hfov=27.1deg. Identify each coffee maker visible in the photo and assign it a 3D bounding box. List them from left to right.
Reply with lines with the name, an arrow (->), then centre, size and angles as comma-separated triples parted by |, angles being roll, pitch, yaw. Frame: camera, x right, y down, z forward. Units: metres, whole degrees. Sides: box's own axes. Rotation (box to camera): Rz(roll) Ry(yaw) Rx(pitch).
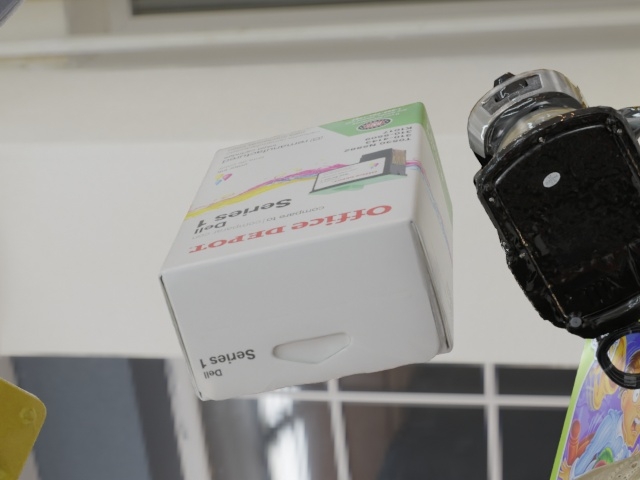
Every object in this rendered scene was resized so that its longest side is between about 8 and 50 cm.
coffee maker -> 0.157, -0.014, 0.843 | 0.178, 0.120, 0.171 | -79, -17, -74

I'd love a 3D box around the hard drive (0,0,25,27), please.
hard drive -> -0.334, -0.236, 1.135 | 0.172, 0.254, 0.054 | 51, -162, 3

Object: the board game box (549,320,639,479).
board game box -> 0.239, 0.183, 0.790 | 0.347, 0.078, 0.233 | -132, 53, -74

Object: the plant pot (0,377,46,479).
plant pot -> -0.358, 0.176, 1.126 | 0.212, 0.187, 0.212 | 37, -118, -32

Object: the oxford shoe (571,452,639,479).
oxford shoe -> 0.170, 0.269, 0.528 | 0.140, 0.146, 0.397 | 11, -132, -42

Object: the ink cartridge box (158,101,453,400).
ink cartridge box -> 0.000, 0.000, 1.089 | 0.278, 0.201, 0.117 | -77, -27, -66
